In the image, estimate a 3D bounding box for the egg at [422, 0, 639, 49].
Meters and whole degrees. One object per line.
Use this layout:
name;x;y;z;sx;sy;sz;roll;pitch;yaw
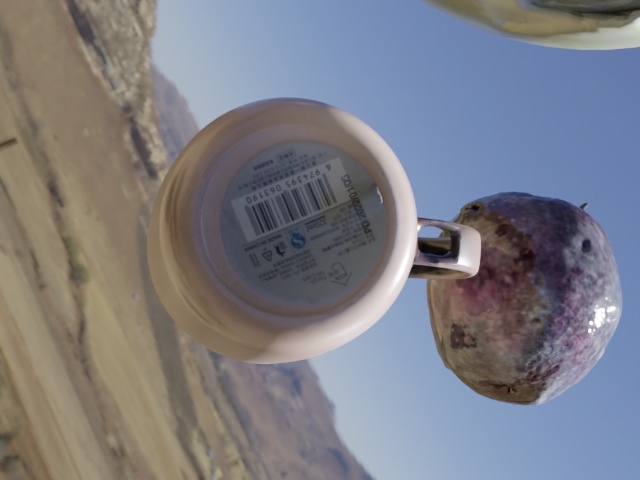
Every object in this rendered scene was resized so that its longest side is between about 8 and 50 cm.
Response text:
egg;0.114;-0.240;0.429;0.336;0.278;0.278;-83;159;-49

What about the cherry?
cherry;0.182;0.052;0.942;0.195;0.195;0.195;156;-90;-85

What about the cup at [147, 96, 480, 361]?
cup;0.000;0.000;0.772;0.200;0.253;0.191;151;-55;-79
